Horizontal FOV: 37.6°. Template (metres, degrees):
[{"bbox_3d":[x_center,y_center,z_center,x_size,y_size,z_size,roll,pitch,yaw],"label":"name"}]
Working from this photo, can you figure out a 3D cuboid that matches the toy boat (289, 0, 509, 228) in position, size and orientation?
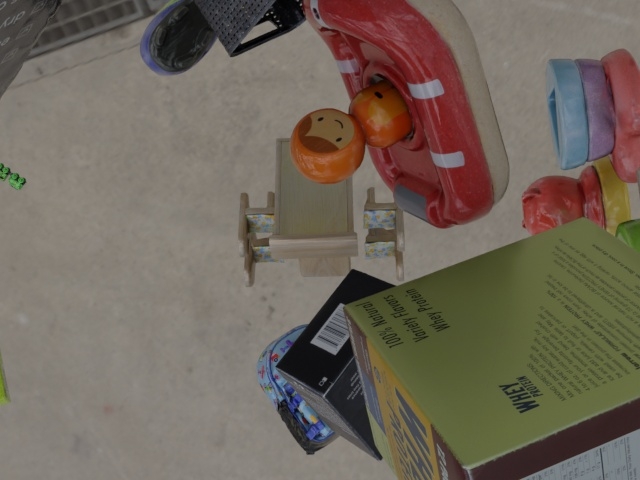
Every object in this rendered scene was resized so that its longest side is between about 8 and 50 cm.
[{"bbox_3d":[0.042,-0.099,0.745,0.151,0.151,0.231,32,150,56],"label":"toy boat"}]

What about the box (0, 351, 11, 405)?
[{"bbox_3d":[-0.427,0.140,0.986,0.042,0.178,0.109,120,136,-68],"label":"box"}]

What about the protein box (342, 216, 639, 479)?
[{"bbox_3d":[0.152,0.109,0.638,0.201,0.200,0.136,-19,118,-11],"label":"protein box"}]

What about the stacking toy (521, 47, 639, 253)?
[{"bbox_3d":[0.313,-0.049,1.114,0.130,0.279,0.309,-8,137,8],"label":"stacking toy"}]

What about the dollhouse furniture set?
[{"bbox_3d":[0.000,0.000,2.016,0.362,0.256,0.394,-2,147,3],"label":"dollhouse furniture set"}]

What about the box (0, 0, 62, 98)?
[{"bbox_3d":[-0.365,-0.151,0.468,0.297,0.480,0.472,45,134,-6],"label":"box"}]

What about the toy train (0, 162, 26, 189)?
[{"bbox_3d":[-0.510,-0.109,1.505,0.083,0.017,0.023,33,92,-4],"label":"toy train"}]

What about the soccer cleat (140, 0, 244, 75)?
[{"bbox_3d":[-0.137,-0.338,1.280,0.093,0.289,0.121,48,168,-23],"label":"soccer cleat"}]

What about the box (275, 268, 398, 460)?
[{"bbox_3d":[0.055,0.147,1.116,0.093,0.156,0.158,21,156,45],"label":"box"}]

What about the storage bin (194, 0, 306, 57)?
[{"bbox_3d":[-0.049,-0.294,1.042,0.084,0.122,0.180,57,147,1],"label":"storage bin"}]

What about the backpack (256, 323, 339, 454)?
[{"bbox_3d":[-0.004,0.194,1.357,0.173,0.158,0.117,53,161,18],"label":"backpack"}]
